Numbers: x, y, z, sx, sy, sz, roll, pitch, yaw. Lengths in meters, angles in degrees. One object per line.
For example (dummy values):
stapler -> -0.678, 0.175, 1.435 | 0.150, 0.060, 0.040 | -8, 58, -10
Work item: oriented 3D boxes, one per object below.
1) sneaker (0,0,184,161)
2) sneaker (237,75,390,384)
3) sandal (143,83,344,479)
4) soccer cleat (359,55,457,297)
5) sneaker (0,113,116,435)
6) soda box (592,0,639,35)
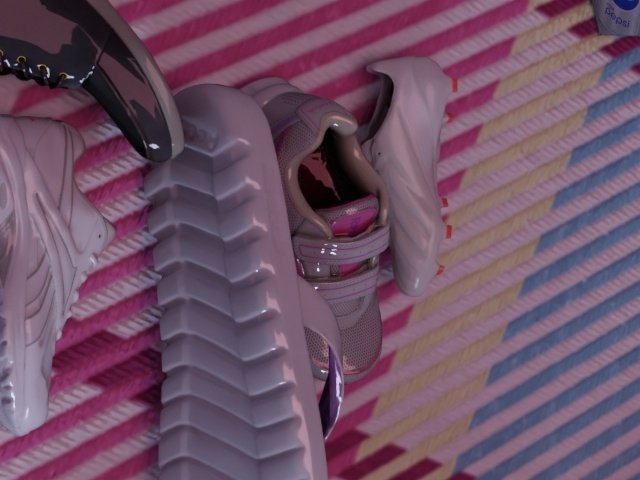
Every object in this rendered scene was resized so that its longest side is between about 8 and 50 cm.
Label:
sneaker -> -0.196, -0.125, 1.132 | 0.118, 0.083, 0.222 | -39, 102, -17
sneaker -> 0.000, 0.000, 1.252 | 0.103, 0.111, 0.252 | -26, 110, -27
sandal -> -0.040, 0.091, 1.201 | 0.102, 0.169, 0.416 | -8, 96, -42
soccer cleat -> 0.064, -0.052, 1.321 | 0.076, 0.068, 0.196 | 2, 94, -18
sneaker -> -0.194, 0.021, 1.147 | 0.115, 0.090, 0.232 | -6, 101, -36
soda box -> 0.376, -0.269, 1.468 | 0.286, 0.098, 0.091 | -24, 109, -27
